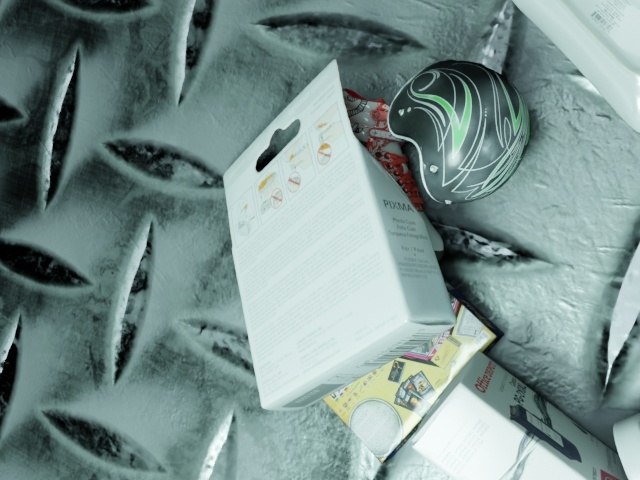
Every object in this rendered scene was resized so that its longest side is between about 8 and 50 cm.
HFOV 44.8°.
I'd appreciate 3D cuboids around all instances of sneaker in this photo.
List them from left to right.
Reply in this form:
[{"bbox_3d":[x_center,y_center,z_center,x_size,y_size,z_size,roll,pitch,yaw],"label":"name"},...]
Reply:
[{"bbox_3d":[0.092,-0.100,1.066,0.270,0.090,0.145,42,109,25],"label":"sneaker"}]

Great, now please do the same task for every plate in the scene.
[{"bbox_3d":[0.408,-0.319,0.939,0.278,0.045,0.277,-42,71,20],"label":"plate"}]

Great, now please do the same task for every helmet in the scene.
[{"bbox_3d":[0.182,-0.134,0.982,0.169,0.169,0.161,-51,52,17],"label":"helmet"}]

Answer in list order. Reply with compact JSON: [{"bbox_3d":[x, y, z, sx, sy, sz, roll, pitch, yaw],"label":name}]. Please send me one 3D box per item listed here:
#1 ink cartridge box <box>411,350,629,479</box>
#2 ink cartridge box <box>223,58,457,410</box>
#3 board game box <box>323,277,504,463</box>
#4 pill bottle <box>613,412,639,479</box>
[{"bbox_3d":[0.241,0.252,0.910,0.237,0.172,0.100,37,104,12],"label":"ink cartridge box"},{"bbox_3d":[0.000,0.000,1.059,0.308,0.091,0.384,-39,54,42],"label":"ink cartridge box"},{"bbox_3d":[0.110,0.162,1.074,0.165,0.042,0.243,45,107,21],"label":"board game box"},{"bbox_3d":[0.466,0.209,0.829,0.265,0.153,0.153,-29,76,23],"label":"pill bottle"}]
